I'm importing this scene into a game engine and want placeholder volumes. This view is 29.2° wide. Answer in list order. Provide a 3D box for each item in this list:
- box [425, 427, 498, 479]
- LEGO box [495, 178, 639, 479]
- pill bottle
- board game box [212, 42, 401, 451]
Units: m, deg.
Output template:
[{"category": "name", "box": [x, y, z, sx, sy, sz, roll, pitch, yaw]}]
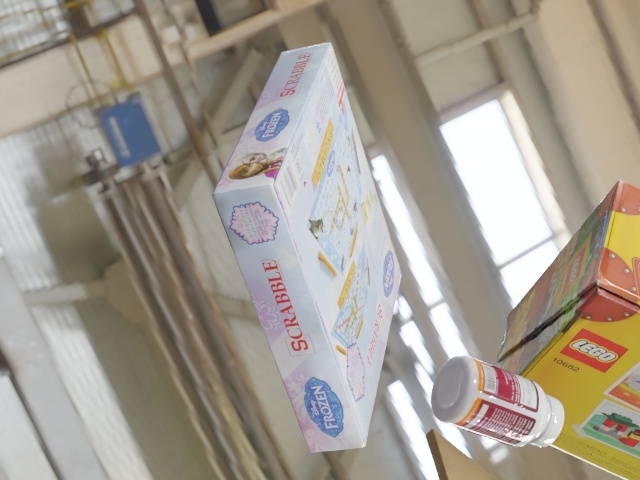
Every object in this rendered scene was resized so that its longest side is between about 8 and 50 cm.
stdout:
[{"category": "box", "box": [0.234, 0.390, 1.856, 0.164, 0.021, 0.201, 40, 17, -24]}, {"category": "LEGO box", "box": [0.531, 0.188, 1.691, 0.500, 0.193, 0.372, 25, -38, -3]}, {"category": "pill bottle", "box": [0.216, 0.200, 1.489, 0.086, 0.152, 0.086, -45, -147, 40]}, {"category": "board game box", "box": [0.000, 0.000, 1.304, 0.066, 0.318, 0.318, -9, -60, 17]}]
